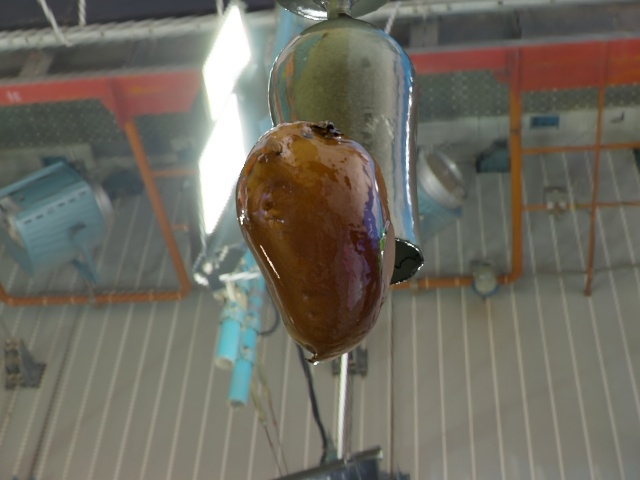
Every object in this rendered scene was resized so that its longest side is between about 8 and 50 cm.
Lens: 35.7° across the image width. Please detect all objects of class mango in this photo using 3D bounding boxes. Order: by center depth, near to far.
[{"bbox_3d":[0.000,0.000,0.510,0.077,0.127,0.063,-12,-167,0],"label":"mango"}]

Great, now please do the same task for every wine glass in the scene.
[{"bbox_3d":[0.016,-0.087,0.658,0.103,0.103,0.231,-5,-116,5],"label":"wine glass"}]
